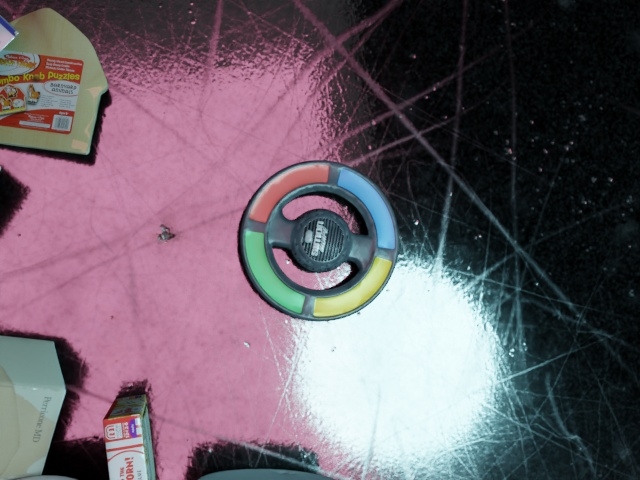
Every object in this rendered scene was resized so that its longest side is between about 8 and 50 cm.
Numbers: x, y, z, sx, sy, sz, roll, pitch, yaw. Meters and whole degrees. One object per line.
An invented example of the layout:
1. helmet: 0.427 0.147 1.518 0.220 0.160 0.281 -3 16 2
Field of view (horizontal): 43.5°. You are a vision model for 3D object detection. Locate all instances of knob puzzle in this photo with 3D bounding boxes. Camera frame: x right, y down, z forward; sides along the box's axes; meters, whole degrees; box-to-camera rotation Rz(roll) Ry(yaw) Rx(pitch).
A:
1. knob puzzle: -0.380 -0.218 1.082 0.213 0.030 0.213 0 81 -1

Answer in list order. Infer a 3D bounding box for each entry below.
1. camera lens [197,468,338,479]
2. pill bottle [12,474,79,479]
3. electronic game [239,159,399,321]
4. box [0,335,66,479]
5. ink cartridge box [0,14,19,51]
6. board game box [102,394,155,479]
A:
1. camera lens: -0.067 0.443 1.000 0.219 0.219 0.274 4 85 -10
2. pill bottle: -0.320 0.476 0.917 0.204 0.204 0.361 -7 109 -11
3. electronic game: 0.000 0.000 1.133 0.229 0.048 0.229 1 86 -10
4. box: -0.472 0.187 0.927 0.311 0.121 0.148 10 107 -29
5. ink cartridge box: -0.551 -0.193 1.023 0.165 0.065 0.333 43 84 1
6. board game box: -0.232 0.277 0.995 0.045 0.193 0.147 -7 87 -11
